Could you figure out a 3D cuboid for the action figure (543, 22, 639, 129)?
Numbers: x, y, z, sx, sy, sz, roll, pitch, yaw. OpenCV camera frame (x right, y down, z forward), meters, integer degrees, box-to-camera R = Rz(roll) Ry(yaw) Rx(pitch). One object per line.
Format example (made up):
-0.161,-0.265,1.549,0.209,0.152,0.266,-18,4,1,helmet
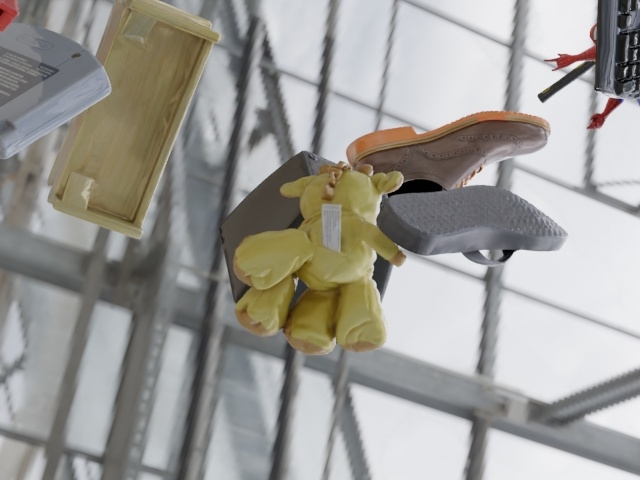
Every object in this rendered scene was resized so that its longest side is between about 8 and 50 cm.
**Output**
0.376,-0.158,1.816,0.091,0.139,0.280,71,-5,-57,action figure

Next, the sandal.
0.151,-0.011,1.522,0.097,0.254,0.054,49,-55,38,sandal

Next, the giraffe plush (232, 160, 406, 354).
0.009,-0.004,1.580,0.170,0.181,0.210,-75,-175,-52,giraffe plush

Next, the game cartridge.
-0.411,-0.204,1.901,0.297,0.198,0.062,24,-44,42,game cartridge

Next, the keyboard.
0.285,-0.279,1.212,0.033,0.201,0.317,12,-70,35,keyboard

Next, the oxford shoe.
0.232,-0.130,2.547,0.130,0.363,0.133,96,-19,-65,oxford shoe

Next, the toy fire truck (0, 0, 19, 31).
-0.311,-0.279,1.444,0.135,0.192,0.047,-44,-143,21,toy fire truck

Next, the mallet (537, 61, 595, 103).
0.371,-0.248,1.979,0.189,0.039,0.062,-32,-156,21,mallet

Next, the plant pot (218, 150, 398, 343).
0.000,0.000,1.891,0.167,0.188,0.187,-56,-154,24,plant pot

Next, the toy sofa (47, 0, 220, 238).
-0.298,-0.199,2.324,0.363,0.150,0.177,-68,-162,7,toy sofa
